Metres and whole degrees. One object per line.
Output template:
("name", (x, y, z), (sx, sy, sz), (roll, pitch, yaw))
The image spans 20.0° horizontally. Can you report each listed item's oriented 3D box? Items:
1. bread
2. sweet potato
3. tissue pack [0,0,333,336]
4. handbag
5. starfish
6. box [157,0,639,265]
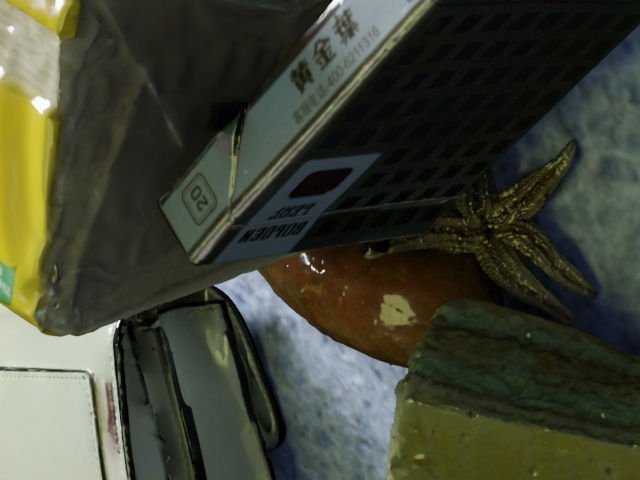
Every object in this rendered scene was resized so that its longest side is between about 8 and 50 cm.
("bread", (0.134, 0.120, 1.003), (0.196, 0.102, 0.138), (13, 134, 10))
("sweet potato", (-0.001, 0.001, 1.135), (0.292, 0.097, 0.097), (32, 133, 35))
("tissue pack", (-0.149, -0.141, 1.044), (0.382, 0.293, 0.228), (33, 128, 36))
("handbag", (-0.194, 0.145, 1.401), (0.358, 0.160, 0.237), (-2, 104, 49))
("starfish", (0.087, -0.011, 1.034), (0.130, 0.041, 0.133), (-10, 99, 10))
("box", (0.078, -0.102, 0.850), (0.325, 0.180, 0.047), (-45, 66, 38))
